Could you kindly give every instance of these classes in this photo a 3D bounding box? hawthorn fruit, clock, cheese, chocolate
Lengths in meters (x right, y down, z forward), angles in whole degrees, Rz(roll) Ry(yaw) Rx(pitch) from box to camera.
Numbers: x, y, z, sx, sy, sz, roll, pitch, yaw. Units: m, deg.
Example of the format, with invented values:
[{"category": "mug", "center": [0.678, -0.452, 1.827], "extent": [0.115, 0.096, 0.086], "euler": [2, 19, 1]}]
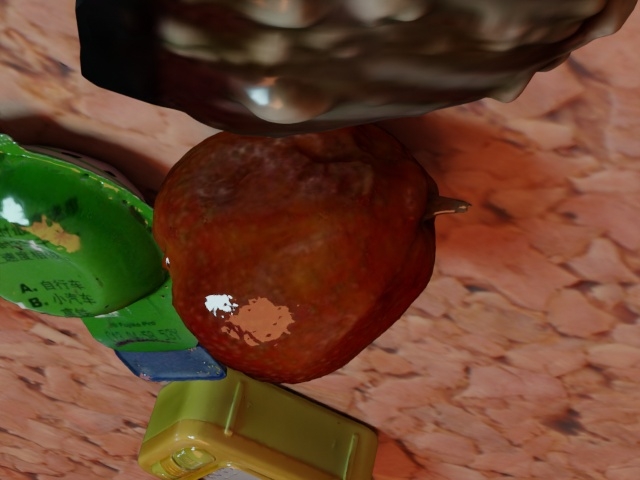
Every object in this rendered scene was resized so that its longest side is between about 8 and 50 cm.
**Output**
[{"category": "hawthorn fruit", "center": [-0.014, 0.001, 0.835], "extent": [0.173, 0.179, 0.173], "euler": [51, 171, 11]}, {"category": "clock", "center": [-0.060, 0.204, 1.265], "extent": [0.202, 0.096, 0.143], "euler": [26, 146, -20]}, {"category": "cheese", "center": [-0.180, 0.023, 1.017], "extent": [0.204, 0.083, 0.320], "euler": [-4, 143, 27]}, {"category": "chocolate", "center": [0.037, -0.163, 0.469], "extent": [0.210, 0.225, 0.340], "euler": [10, 154, -6]}]
